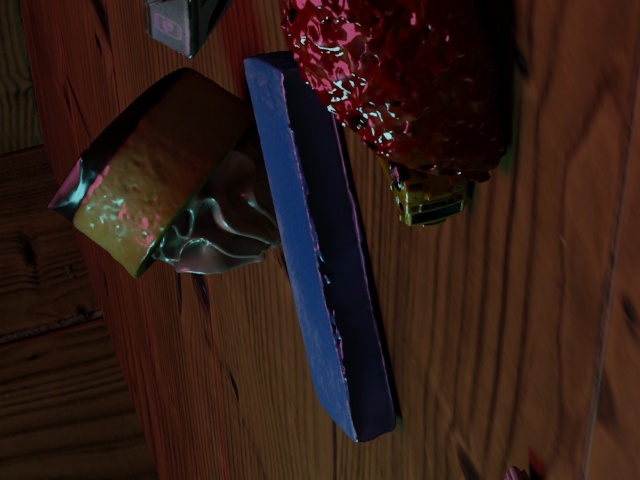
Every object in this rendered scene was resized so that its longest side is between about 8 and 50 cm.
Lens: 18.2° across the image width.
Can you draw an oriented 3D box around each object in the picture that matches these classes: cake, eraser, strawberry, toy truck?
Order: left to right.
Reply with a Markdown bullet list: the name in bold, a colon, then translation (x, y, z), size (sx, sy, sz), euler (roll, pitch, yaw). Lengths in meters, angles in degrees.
- **cake**: translation (-0.122, -0.037, 1.840), size (0.178, 0.207, 0.185), euler (47, 163, 4)
- **eraser**: translation (0.000, 0.000, 1.635), size (0.144, 0.042, 0.312), euler (-144, 41, -73)
- **strawberry**: translation (0.029, -0.109, 1.129), size (0.140, 0.085, 0.192), euler (28, 144, 30)
- **toy truck**: translation (0.062, -0.050, 1.268), size (0.054, 0.049, 0.083), euler (86, 165, -47)

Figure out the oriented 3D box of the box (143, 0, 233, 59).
- **box**: translation (-0.059, -0.273, 1.241), size (0.047, 0.180, 0.325), euler (26, 156, 14)

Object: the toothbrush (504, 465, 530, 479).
- **toothbrush**: translation (0.143, 0.279, 1.349), size (0.029, 0.025, 0.307), euler (-108, 9, -59)
